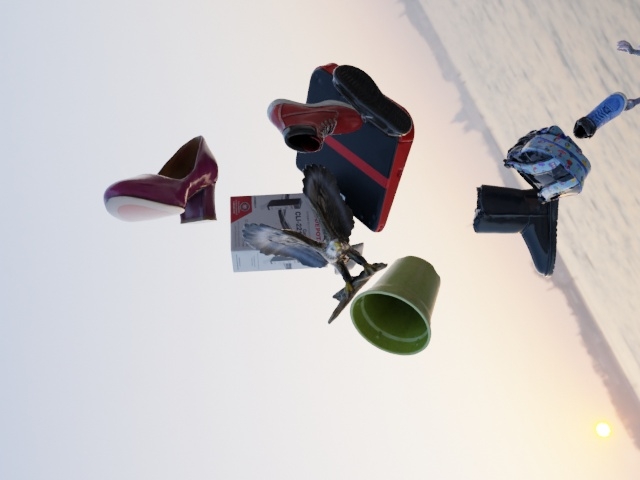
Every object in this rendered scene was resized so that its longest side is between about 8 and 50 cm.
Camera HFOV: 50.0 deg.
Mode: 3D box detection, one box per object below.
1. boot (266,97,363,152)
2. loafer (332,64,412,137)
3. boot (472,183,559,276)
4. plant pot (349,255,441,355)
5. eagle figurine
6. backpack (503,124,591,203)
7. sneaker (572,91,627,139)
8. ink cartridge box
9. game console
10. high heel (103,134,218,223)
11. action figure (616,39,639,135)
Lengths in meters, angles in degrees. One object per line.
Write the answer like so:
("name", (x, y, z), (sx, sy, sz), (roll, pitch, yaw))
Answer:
("boot", (0.012, -0.256, 1.606), (0.244, 0.088, 0.176), (-2, -142, -25))
("loafer", (0.106, -0.307, 1.570), (0.220, 0.078, 0.080), (44, -123, -4))
("boot", (0.494, -0.026, 1.751), (0.094, 0.207, 0.246), (-63, -29, -67))
("plant pot", (0.272, 0.191, 2.255), (0.276, 0.276, 0.254), (55, -136, -20))
("eagle figurine", (0.004, -0.003, 1.562), (0.298, 0.225, 0.226), (44, -130, -4))
("backpack", (0.501, -0.167, 1.467), (0.158, 0.117, 0.173), (44, 172, -7))
("sneaker", (0.697, -0.307, 1.721), (0.084, 0.152, 0.058), (-37, -94, -33))
("ink cartridge box", (-0.115, -0.024, 1.935), (0.114, 0.273, 0.197), (94, 171, -54))
("game console", (0.079, -0.255, 1.825), (0.060, 0.342, 0.386), (-17, -136, -34))
("high heel", (-0.288, -0.126, 1.238), (0.377, 0.127, 0.181), (10, -107, -81))
("action figure", (0.948, -0.420, 1.854), (0.248, 0.276, 0.370), (36, -123, -59))
